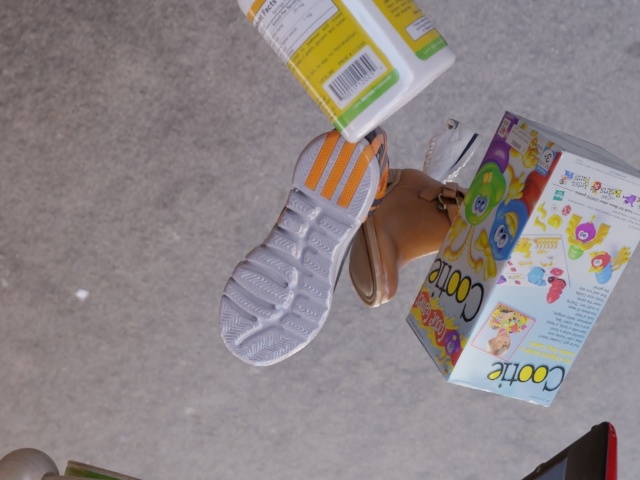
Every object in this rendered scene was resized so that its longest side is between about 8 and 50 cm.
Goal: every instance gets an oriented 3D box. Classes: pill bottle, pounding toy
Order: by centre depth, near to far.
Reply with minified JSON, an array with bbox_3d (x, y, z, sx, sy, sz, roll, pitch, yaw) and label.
[{"bbox_3d":[-0.158,0.259,0.798,0.183,0.110,0.237,8,161,26],"label":"pounding toy"},{"bbox_3d":[0.006,-0.230,0.921,0.136,0.136,0.246,-37,92,38],"label":"pill bottle"}]

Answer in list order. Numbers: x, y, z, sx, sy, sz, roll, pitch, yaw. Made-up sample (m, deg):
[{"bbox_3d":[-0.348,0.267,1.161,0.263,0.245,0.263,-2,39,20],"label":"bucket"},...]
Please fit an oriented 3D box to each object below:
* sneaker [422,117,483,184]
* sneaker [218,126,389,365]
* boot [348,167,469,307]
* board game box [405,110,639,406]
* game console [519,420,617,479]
[{"bbox_3d":[0.266,-0.175,2.099,0.095,0.235,0.090,38,149,5],"label":"sneaker"},{"bbox_3d":[0.000,0.000,1.128,0.124,0.180,0.321,34,113,6],"label":"sneaker"},{"bbox_3d":[0.152,-0.003,1.313,0.220,0.283,0.109,8,121,-7],"label":"boot"},{"bbox_3d":[0.230,0.021,1.050,0.144,0.142,0.275,17,108,-22],"label":"board game box"},{"bbox_3d":[0.377,0.527,1.650,0.060,0.342,0.386,30,131,-10],"label":"game console"}]
